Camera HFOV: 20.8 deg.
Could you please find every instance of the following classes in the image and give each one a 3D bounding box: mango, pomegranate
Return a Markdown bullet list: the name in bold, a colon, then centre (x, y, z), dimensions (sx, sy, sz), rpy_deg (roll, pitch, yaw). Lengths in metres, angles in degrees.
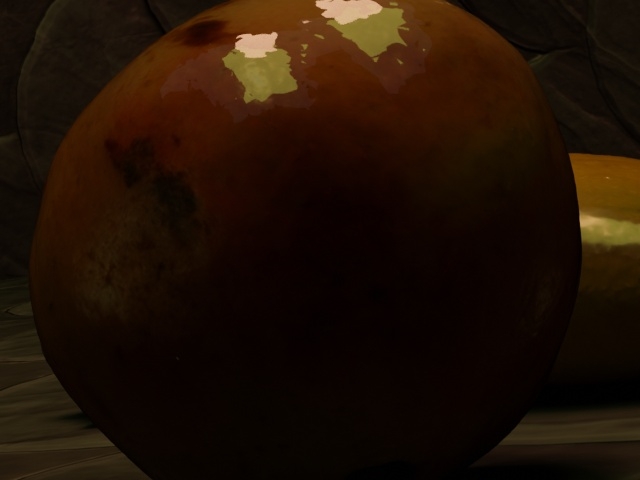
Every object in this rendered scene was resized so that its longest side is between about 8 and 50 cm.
- **mango**: centre (0.142, 0.017, 0.881), dimensions (0.317, 0.119, 0.176), rpy_deg (4, 8, 34)
- **pomegranate**: centre (0.002, 0.006, 0.656), dimensions (0.209, 0.209, 0.209), rpy_deg (-9, 4, 1)

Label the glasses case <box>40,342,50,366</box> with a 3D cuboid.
- **glasses case**: centre (-0.081, 0.073, 0.996), dimensions (0.102, 0.070, 0.193), rpy_deg (21, -14, -29)
